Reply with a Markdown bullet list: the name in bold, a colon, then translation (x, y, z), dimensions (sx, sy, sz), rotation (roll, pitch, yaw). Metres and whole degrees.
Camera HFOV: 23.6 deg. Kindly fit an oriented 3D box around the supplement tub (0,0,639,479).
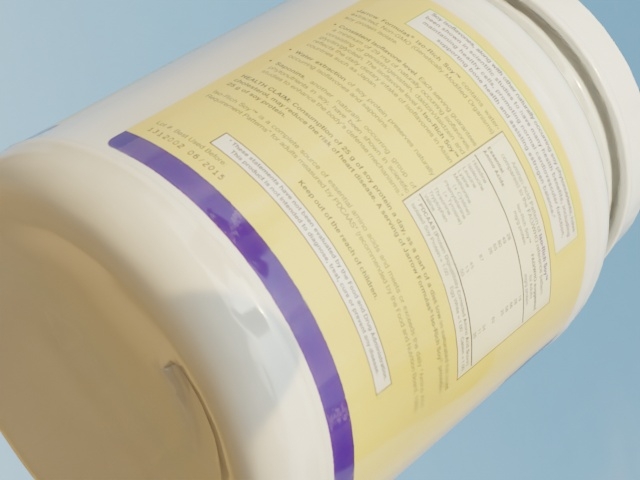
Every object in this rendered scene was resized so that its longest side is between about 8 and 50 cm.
- **supplement tub**: translation (0.000, 0.000, 0.806), dimensions (0.241, 0.331, 0.241), rotation (27, -46, 32)
